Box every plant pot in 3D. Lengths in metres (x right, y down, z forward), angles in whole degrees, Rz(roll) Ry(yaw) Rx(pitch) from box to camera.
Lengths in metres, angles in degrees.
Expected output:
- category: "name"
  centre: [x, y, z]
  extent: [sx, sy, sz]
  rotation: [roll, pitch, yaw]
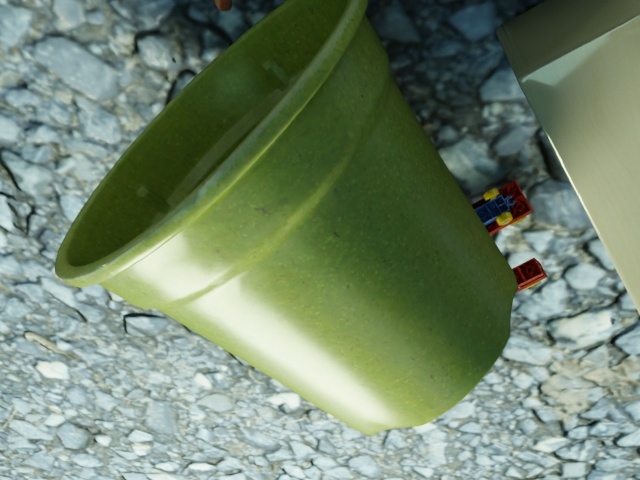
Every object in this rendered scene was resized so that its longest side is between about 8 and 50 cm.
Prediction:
- category: "plant pot"
  centre: [0.000, 0.000, 0.558]
  extent: [0.276, 0.276, 0.254]
  rotation: [-30, 117, 30]

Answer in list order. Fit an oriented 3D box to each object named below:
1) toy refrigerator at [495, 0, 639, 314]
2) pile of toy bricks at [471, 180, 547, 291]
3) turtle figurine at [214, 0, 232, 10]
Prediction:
- category: "toy refrigerator"
  centre: [0.245, -0.069, 0.602]
  extent: [0.102, 0.094, 0.269]
  rotation: [-27, 124, 20]
- category: "pile of toy bricks"
  centre: [0.115, 0.039, 0.725]
  extent: [0.212, 0.118, 0.105]
  rotation: [-30, 162, 18]
- category: "turtle figurine"
  centre: [0.032, -0.263, 0.453]
  extent: [0.217, 0.087, 0.269]
  rotation: [6, 118, -11]
